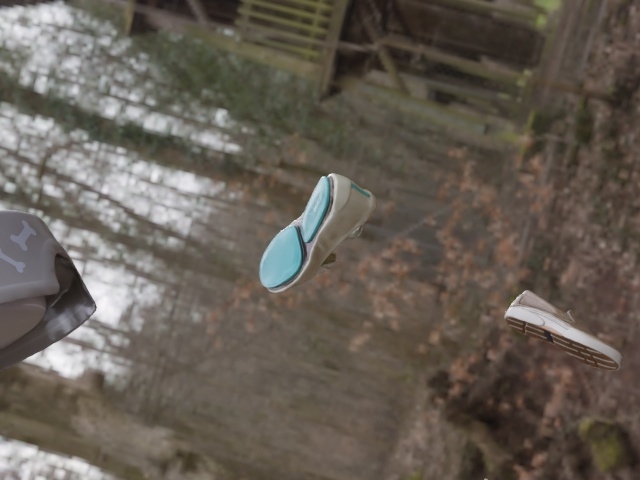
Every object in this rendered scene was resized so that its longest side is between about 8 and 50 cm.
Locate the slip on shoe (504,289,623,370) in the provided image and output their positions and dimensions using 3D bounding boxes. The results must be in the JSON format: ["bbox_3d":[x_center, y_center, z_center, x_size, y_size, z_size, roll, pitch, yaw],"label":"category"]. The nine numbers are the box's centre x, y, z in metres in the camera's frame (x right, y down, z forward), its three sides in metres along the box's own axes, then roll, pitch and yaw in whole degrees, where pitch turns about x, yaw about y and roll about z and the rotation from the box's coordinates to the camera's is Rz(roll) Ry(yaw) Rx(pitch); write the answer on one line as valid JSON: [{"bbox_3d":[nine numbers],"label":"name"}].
[{"bbox_3d":[0.263,0.094,1.364,0.041,0.135,0.051,-54,-35,-20],"label":"slip on shoe"}]

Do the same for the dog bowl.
[{"bbox_3d":[-0.396,0.079,1.250,0.349,0.348,0.102,76,170,-80],"label":"dog bowl"}]

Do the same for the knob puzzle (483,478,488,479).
[{"bbox_3d":[0.276,0.397,1.566,0.030,0.213,0.213,-40,-13,-11],"label":"knob puzzle"}]

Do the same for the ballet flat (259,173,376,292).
[{"bbox_3d":[0.000,0.000,1.658,0.248,0.086,0.086,-49,19,53],"label":"ballet flat"}]
